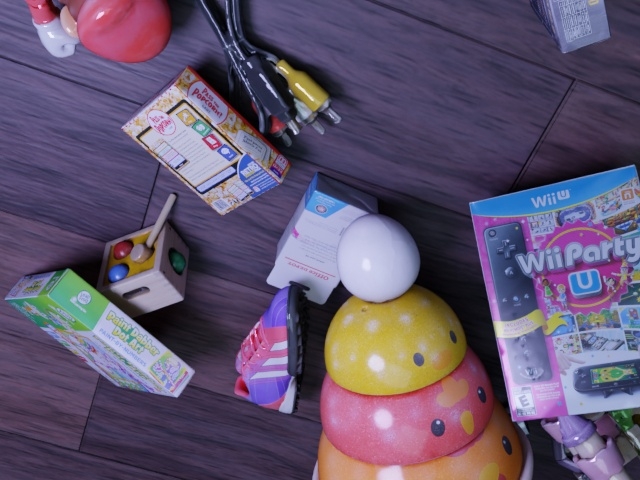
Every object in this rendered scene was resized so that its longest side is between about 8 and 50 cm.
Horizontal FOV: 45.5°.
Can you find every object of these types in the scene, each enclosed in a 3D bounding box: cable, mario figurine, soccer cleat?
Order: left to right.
[{"bbox_3d":[-0.304,-0.355,0.932,0.320,0.170,0.198,49,149,-14],"label":"mario figurine"},{"bbox_3d":[-0.097,-0.247,1.024,0.139,0.072,0.287,-22,108,35],"label":"cable"},{"bbox_3d":[-0.082,0.179,1.218,0.117,0.108,0.318,9,142,2],"label":"soccer cleat"}]

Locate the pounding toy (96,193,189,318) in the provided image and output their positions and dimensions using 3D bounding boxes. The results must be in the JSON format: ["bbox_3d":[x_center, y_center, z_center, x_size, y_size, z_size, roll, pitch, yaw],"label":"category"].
[{"bbox_3d":[-0.261,0.025,1.156,0.141,0.130,0.100,-20,132,15],"label":"pounding toy"}]

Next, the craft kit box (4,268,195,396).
[{"bbox_3d":[-0.349,0.146,1.191,0.250,0.061,0.247,45,149,-23],"label":"craft kit box"}]

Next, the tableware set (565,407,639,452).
[{"bbox_3d":[0.517,0.333,1.376,0.169,0.020,0.141,-2,122,4],"label":"tableware set"}]

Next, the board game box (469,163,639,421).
[{"bbox_3d":[0.343,0.075,1.031,0.224,0.097,0.303,-13,80,22],"label":"board game box"}]

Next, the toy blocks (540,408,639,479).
[{"bbox_3d":[0.475,0.234,1.213,0.289,0.309,0.260,-37,85,1],"label":"toy blocks"}]

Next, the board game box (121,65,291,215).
[{"bbox_3d":[-0.158,-0.131,1.058,0.193,0.045,0.147,43,139,-23],"label":"board game box"}]

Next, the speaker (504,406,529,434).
[{"bbox_3d":[0.300,0.338,1.368,0.136,0.055,0.055,-20,120,15],"label":"speaker"}]

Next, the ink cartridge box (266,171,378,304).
[{"bbox_3d":[0.000,0.000,1.157,0.104,0.061,0.181,23,120,-13],"label":"ink cartridge box"}]

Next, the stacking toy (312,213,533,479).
[{"bbox_3d":[0.110,0.187,1.131,0.351,0.350,0.479,-11,114,9],"label":"stacking toy"}]

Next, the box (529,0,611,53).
[{"bbox_3d":[0.252,-0.349,0.851,0.056,0.183,0.231,-18,120,13],"label":"box"}]
